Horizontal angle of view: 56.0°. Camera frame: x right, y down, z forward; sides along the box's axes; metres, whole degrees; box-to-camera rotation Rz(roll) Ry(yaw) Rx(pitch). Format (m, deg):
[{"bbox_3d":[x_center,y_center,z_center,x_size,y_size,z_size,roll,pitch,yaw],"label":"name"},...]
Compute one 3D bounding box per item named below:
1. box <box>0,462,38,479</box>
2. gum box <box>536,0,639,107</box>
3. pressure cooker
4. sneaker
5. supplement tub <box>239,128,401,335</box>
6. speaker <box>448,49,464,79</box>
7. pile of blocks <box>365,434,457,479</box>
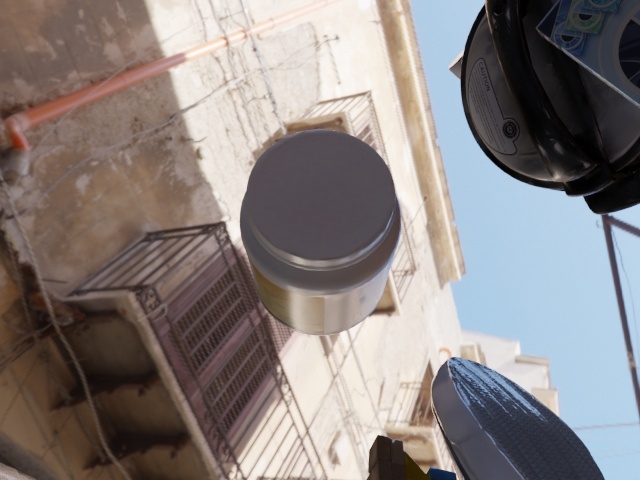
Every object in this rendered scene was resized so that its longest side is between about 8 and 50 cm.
[{"bbox_3d":[-0.511,0.374,0.827,0.243,0.076,0.307,19,-12,11],"label":"box"},{"bbox_3d":[0.294,-0.174,0.463,0.184,0.041,0.157,44,-66,15],"label":"gum box"},{"bbox_3d":[0.434,-0.272,0.954,0.370,0.421,0.375,40,-48,36],"label":"pressure cooker"},{"bbox_3d":[0.110,0.164,0.321,0.094,0.258,0.091,21,-70,-18],"label":"sneaker"},{"bbox_3d":[0.000,0.000,0.910,0.228,0.228,0.316,24,-22,10],"label":"supplement tub"},{"bbox_3d":[0.327,-0.324,1.222,0.136,0.055,0.055,39,-54,-9],"label":"speaker"},{"bbox_3d":[0.186,0.435,0.828,0.362,0.149,0.112,49,-44,34],"label":"pile of blocks"}]
